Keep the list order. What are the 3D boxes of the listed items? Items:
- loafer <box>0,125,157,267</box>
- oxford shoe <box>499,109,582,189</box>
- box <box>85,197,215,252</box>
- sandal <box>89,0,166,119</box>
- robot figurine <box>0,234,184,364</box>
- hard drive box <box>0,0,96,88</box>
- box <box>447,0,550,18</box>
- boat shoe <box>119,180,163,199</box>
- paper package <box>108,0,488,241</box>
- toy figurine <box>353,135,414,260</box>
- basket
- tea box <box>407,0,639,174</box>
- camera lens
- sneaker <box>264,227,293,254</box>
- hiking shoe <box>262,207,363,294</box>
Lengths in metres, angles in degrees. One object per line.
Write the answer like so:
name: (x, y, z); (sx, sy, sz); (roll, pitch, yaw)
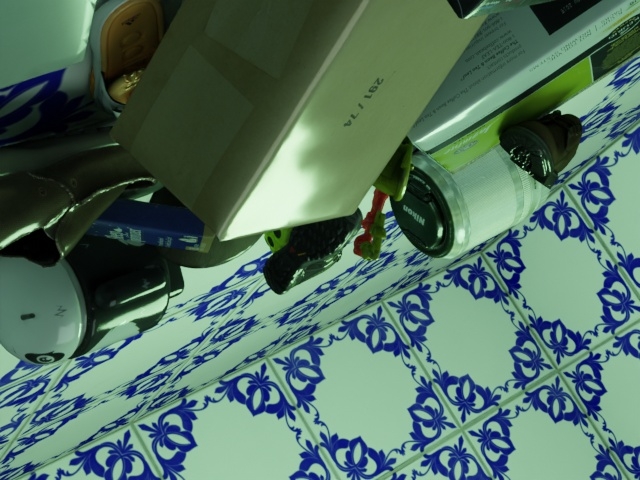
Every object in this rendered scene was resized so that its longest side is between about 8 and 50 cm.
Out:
loafer: (-0.296, -0.037, 1.215); (0.134, 0.130, 0.366); (-6, -172, 34)
oxford shoe: (0.289, -0.133, 1.528); (0.096, 0.083, 0.227); (-51, 168, 7)
box: (-0.238, -0.026, 1.414); (0.225, 0.036, 0.136); (10, 171, -7)
sandal: (-0.183, -0.166, 1.219); (0.102, 0.076, 0.265); (-30, 169, -10)
robot figurine: (-0.316, 0.066, 1.605); (0.278, 0.173, 0.209); (-20, 151, -46)
hard drive box: (-0.200, -0.221, 0.684); (0.089, 0.181, 0.232); (-26, 166, -26)
box: (0.135, -0.324, 0.948); (0.163, 0.247, 0.142); (-21, 166, -44)
boat shoe: (-0.206, -0.105, 1.420); (0.219, 0.070, 0.078); (-29, 167, 39)
paper package: (-0.004, -0.182, 1.198); (0.324, 0.168, 0.309); (-56, 159, 22)
toy figurine: (0.003, -0.102, 1.632); (0.362, 0.217, 0.191); (-78, -170, -83)
basket: (-0.120, -0.094, 1.523); (0.204, 0.154, 0.227); (-45, 172, -31)
tea box: (0.222, -0.271, 1.472); (0.329, 0.220, 0.323); (-33, 168, 9)
camera lens: (0.290, -0.103, 2.360); (0.274, 0.219, 0.219); (-26, 167, -26)
sneaker: (-0.035, -0.042, 2.047); (0.124, 0.109, 0.295); (-24, 167, -17)
hiking shoe: (0.000, 0.000, 1.971); (0.227, 0.086, 0.114); (-40, 170, 36)
